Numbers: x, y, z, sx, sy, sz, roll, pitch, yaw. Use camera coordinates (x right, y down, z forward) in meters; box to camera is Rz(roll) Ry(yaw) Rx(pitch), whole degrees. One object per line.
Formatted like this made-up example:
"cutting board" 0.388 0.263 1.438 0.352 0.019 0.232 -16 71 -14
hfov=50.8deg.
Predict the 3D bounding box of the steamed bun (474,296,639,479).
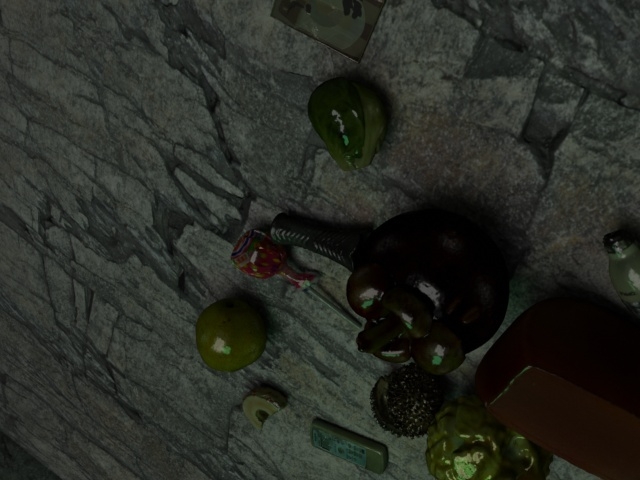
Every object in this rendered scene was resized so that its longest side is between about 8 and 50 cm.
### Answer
"steamed bun" 0.497 0.262 1.243 0.380 0.248 0.235 27 133 5

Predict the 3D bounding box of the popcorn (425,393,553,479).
"popcorn" 0.369 0.449 1.446 0.282 0.282 0.246 -48 52 43

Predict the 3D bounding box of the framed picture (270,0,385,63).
"framed picture" 0.010 -0.438 1.272 0.201 0.010 0.135 30 131 5

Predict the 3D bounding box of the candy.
"candy" -0.049 0.105 1.632 0.365 0.124 0.124 37 133 -2

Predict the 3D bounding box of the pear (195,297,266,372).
"pear" -0.236 0.249 1.787 0.198 0.198 0.198 17 126 25

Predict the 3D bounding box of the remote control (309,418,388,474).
"remote control" 0.076 0.573 1.874 0.234 0.038 0.098 16 125 27

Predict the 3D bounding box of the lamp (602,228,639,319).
"lamp" 0.573 0.084 1.177 0.101 0.101 0.250 -27 103 42

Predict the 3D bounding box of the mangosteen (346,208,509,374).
"mangosteen" 0.192 0.103 1.280 0.307 0.347 0.306 21 133 25

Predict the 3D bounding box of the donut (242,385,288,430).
"donut" -0.170 0.476 1.961 0.108 0.065 0.166 43 134 4

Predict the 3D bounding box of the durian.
"durian" 0.218 0.387 1.588 0.196 0.167 0.196 29 157 14

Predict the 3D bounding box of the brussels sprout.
"brussels sprout" 0.054 -0.231 1.309 0.183 0.131 0.145 55 138 -1

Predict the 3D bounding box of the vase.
"vase" 0.000 0.000 1.520 0.238 0.115 0.115 16 126 29
